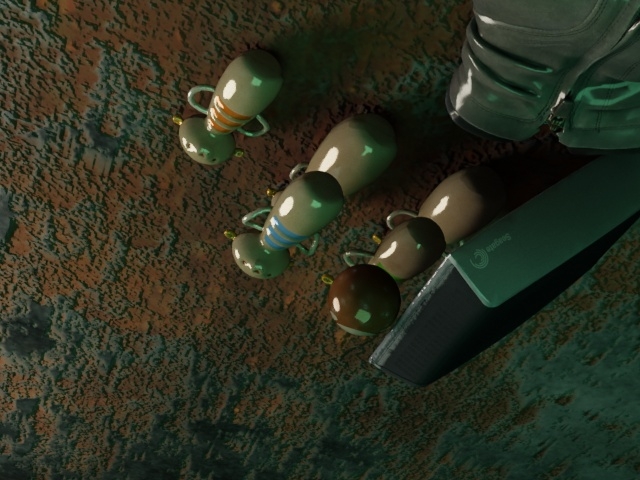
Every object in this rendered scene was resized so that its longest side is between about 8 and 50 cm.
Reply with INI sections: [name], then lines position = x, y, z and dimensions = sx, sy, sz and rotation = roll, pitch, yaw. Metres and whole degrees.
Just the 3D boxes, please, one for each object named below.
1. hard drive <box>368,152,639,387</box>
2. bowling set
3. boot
[hard drive]
position = 0.163, 0.015, 0.842
dimensions = 0.054, 0.255, 0.172
rotation = 50, 143, 15
[bowling set]
position = 0.000, 0.000, 0.877
dimensions = 0.287, 0.200, 0.154
rotation = 27, 140, -18
[boot]
position = 0.255, -0.145, 0.721
dimensions = 0.338, 0.118, 0.222
rotation = 11, 147, 14
